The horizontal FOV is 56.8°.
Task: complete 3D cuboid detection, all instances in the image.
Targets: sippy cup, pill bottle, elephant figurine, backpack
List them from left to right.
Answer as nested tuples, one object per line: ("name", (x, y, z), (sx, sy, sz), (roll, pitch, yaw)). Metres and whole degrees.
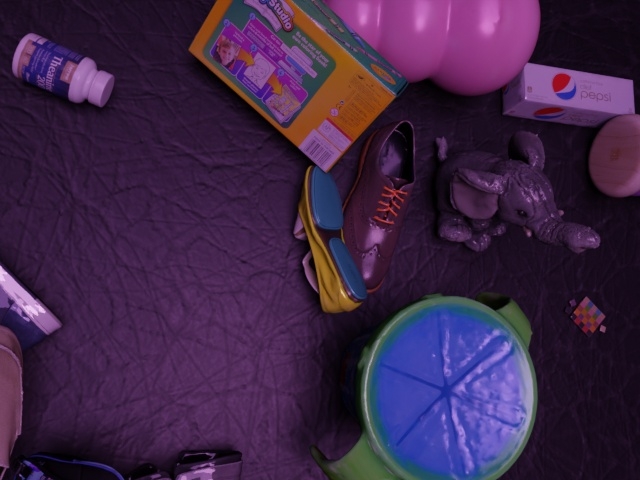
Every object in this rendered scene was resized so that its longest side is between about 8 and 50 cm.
("pill bottle", (-0.356, -0.233, 0.825), (0.120, 0.067, 0.067), (23, 77, -10))
("backpack", (-0.275, 0.330, 0.672), (0.173, 0.117, 0.158), (-3, 58, 22))
("sippy cup", (0.131, 0.195, 0.807), (0.305, 0.224, 0.240), (-2, 83, -14))
("elephant figurine", (0.276, -0.076, 0.874), (0.186, 0.239, 0.169), (21, 78, -10))

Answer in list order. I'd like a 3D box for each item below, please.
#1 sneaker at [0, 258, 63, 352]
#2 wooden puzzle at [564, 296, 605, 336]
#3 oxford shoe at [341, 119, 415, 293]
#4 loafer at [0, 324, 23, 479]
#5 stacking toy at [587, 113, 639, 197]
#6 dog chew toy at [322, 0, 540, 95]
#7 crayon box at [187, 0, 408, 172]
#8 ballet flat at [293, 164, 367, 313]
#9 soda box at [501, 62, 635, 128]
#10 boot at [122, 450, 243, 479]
("sneaker", (-0.468, 0.076, 0.743), (0.163, 0.086, 0.226), (-42, 95, -19))
("wooden puzzle", (0.455, 0.130, 1.011), (0.083, 0.006, 0.049), (46, 74, -4))
("oxford shoe", (0.088, -0.055, 0.896), (0.097, 0.098, 0.271), (11, 79, -12))
("loafer", (-0.402, 0.228, 0.694), (0.102, 0.092, 0.268), (3, 105, -39))
("stacking toy", (0.648, -0.130, 1.038), (0.330, 0.141, 0.141), (5, 81, -17))
("dog chew toy", (0.156, -0.332, 0.911), (0.332, 0.206, 0.207), (1, 82, -5))
("crayon box", (-0.034, -0.254, 0.854), (0.278, 0.165, 0.081), (42, 36, -5))
("ballet flat", (0.000, 0.000, 0.874), (0.077, 0.077, 0.231), (9, 58, -51))
("soda box", (0.427, -0.247, 1.023), (0.216, 0.074, 0.069), (4, 80, -14))
("boot", (-0.101, 0.388, 0.783), (0.338, 0.118, 0.223), (-1, 76, -20))
